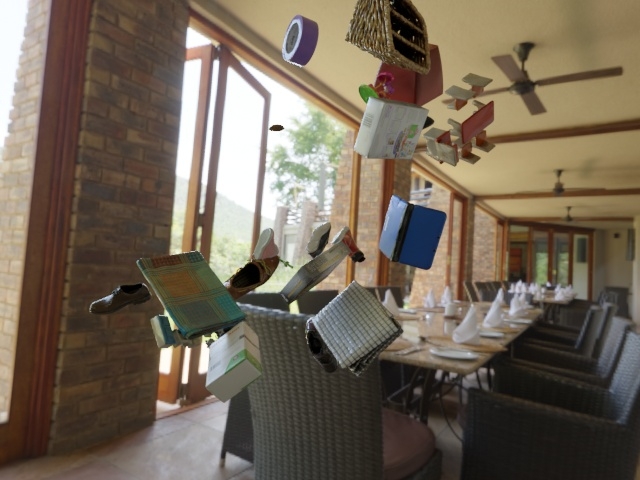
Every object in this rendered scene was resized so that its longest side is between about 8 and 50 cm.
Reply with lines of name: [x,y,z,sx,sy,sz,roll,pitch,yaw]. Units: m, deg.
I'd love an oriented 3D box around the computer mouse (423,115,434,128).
computer mouse: [0.435,-0.573,2.123,0.272,0.072,0.188,-17,17,26]

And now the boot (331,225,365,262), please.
boot: [0.148,0.025,2.034,0.176,0.088,0.244,41,19,-3]

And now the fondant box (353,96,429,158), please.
fondant box: [0.317,-0.489,1.862,0.330,0.238,0.096,-9,35,-42]

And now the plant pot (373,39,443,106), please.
plant pot: [0.437,-0.824,2.046,0.267,0.236,0.267,31,50,31]

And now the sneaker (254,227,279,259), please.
sneaker: [-0.160,0.009,1.346,0.070,0.051,0.134,0,-43,-33]

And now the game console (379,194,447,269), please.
game console: [0.429,-0.041,2.003,0.173,0.293,0.250,6,20,-20]

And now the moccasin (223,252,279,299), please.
moccasin: [-0.321,0.152,2.012,0.147,0.139,0.380,-41,-9,39]

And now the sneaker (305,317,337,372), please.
sneaker: [-0.006,0.492,1.856,0.107,0.283,0.124,-17,20,15]

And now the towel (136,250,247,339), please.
towel: [-0.466,0.183,1.540,0.370,0.040,0.271,48,31,23]

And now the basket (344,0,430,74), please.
basket: [0.278,-0.745,1.485,0.223,0.214,0.299,35,23,35]

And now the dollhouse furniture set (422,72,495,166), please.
dollhouse furniture set: [0.471,-0.354,1.360,0.135,0.259,0.262,40,-18,44]

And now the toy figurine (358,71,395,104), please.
toy figurine: [0.289,-0.700,1.952,0.173,0.159,0.130,48,-12,-22]

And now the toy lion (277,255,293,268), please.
toy lion: [-0.190,0.118,2.216,0.100,0.034,0.096,32,-6,-19]

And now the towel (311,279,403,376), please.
towel: [0.127,0.301,1.455,0.121,0.235,0.284,53,-5,-37]

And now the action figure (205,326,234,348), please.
action figure: [-0.463,0.389,1.825,0.275,0.164,0.141,18,-12,-14]

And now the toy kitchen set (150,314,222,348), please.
toy kitchen set: [-0.520,0.332,1.654,0.166,0.122,0.207,-32,-23,12]

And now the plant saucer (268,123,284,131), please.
plant saucer: [-0.225,-0.580,2.160,0.083,0.015,0.083,-6,-7,-1]

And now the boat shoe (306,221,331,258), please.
boat shoe: [0.000,0.000,1.819,0.075,0.065,0.206,-7,36,33]

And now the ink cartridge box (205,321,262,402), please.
ink cartridge box: [-0.285,0.394,1.391,0.160,0.093,0.219,-36,23,4]

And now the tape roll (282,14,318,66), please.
tape roll: [-0.088,-0.857,1.806,0.080,0.189,0.189,8,-5,-31]

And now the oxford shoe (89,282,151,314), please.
oxford shoe: [-0.799,0.220,1.661,0.227,0.096,0.083,-21,45,-18]

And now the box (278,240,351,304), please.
box: [-0.017,0.109,1.442,0.231,0.056,0.183,-31,-14,-47]
